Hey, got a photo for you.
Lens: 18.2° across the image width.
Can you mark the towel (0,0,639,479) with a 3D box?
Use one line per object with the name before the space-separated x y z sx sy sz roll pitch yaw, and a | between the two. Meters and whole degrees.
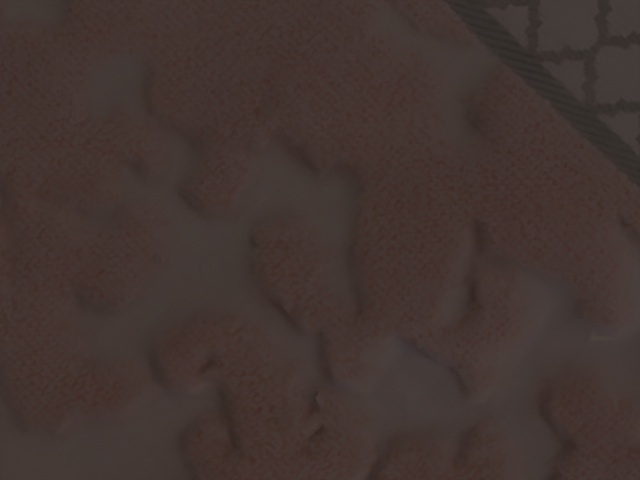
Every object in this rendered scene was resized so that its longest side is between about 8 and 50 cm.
towel | 0.000 0.000 0.441 0.332 0.053 0.317 45 -89 2
